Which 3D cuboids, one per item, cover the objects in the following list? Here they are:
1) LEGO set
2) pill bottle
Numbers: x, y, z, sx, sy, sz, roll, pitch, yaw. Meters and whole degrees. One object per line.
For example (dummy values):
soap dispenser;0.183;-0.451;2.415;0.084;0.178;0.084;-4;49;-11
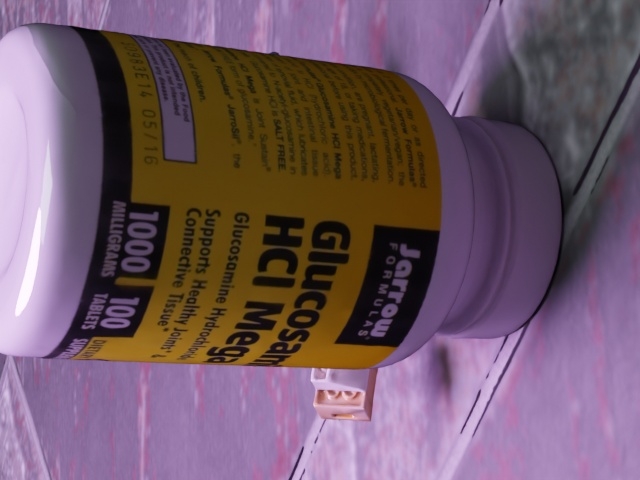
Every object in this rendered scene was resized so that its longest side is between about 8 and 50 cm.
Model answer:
LEGO set;0.000;0.000;1.103;0.287;0.132;0.107;67;157;18
pill bottle;-0.032;-0.018;0.919;0.188;0.334;0.188;-15;73;62
